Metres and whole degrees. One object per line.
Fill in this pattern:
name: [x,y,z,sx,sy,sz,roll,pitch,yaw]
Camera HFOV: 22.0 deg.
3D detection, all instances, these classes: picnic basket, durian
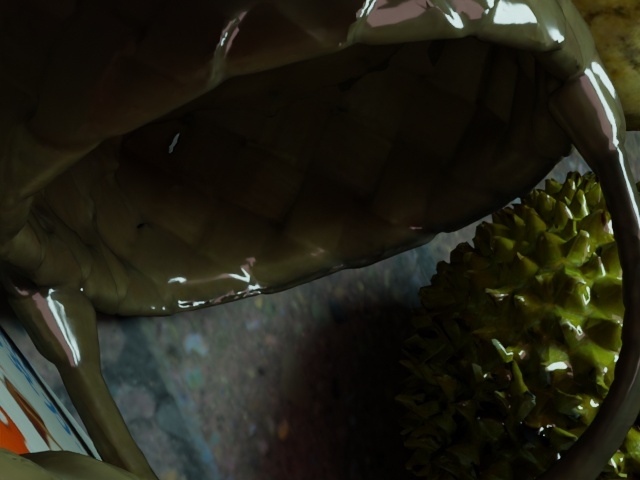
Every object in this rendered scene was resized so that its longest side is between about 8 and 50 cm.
picnic basket: [0.000,0.000,0.744,0.337,0.293,0.337,-20,90,-81]
durian: [0.159,0.109,0.965,0.293,0.258,0.258,76,32,-42]

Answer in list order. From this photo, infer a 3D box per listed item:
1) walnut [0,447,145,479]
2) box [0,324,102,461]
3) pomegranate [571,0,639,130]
walnut: [-0.138,0.228,0.414,0.381,0.381,0.381,18,64,-42]
box: [-0.125,0.095,0.673,0.048,0.265,0.273,-37,109,-5]
pomegranate: [0.180,-0.204,1.077,0.281,0.281,0.281,18,64,-42]
